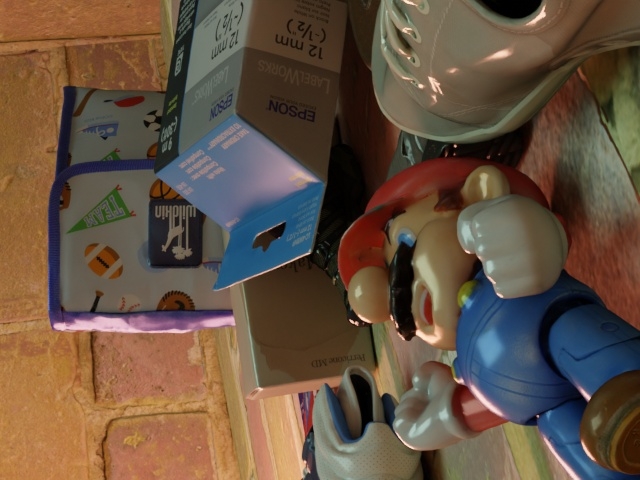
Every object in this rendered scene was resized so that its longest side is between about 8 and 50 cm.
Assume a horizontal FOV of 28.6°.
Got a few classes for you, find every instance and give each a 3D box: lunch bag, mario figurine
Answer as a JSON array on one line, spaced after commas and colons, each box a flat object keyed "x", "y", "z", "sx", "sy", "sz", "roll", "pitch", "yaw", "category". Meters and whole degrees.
[{"x": -0.189, "y": -0.035, "z": 1.665, "sx": 0.385, "sy": 0.328, "sz": 0.239, "roll": -96, "pitch": 6, "yaw": -47, "category": "lunch bag"}, {"x": 0.089, "y": 0.061, "z": 0.736, "sx": 0.198, "sy": 0.170, "sz": 0.320, "roll": -58, "pitch": 32, "yaw": 14, "category": "mario figurine"}]

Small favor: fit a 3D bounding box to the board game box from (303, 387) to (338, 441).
[{"x": -0.003, "y": 0.118, "z": 1.591, "sx": 0.145, "sy": 0.027, "sz": 0.281, "roll": 127, "pitch": 142, "yaw": -73, "category": "board game box"}]

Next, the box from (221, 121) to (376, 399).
[{"x": -0.036, "y": 0.020, "z": 1.470, "sx": 0.121, "sy": 0.148, "sz": 0.311, "roll": 126, "pitch": 135, "yaw": -74, "category": "box"}]

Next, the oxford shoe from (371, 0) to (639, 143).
[{"x": 0.087, "y": -0.147, "z": 0.667, "sx": 0.449, "sy": 0.130, "sz": 0.169, "roll": 174, "pitch": 95, "yaw": -76, "category": "oxford shoe"}]

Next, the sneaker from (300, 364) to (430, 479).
[{"x": 0.038, "y": 0.236, "z": 1.318, "sx": 0.323, "sy": 0.130, "sz": 0.236, "roll": -127, "pitch": 41, "yaw": -78, "category": "sneaker"}]

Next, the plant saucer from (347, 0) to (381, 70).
[{"x": 0.055, "y": -0.229, "z": 1.122, "sx": 0.198, "sy": 0.036, "sz": 0.198, "roll": 174, "pitch": 90, "yaw": -79, "category": "plant saucer"}]

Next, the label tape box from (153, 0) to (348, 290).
[{"x": -0.080, "y": -0.142, "z": 1.299, "sx": 0.249, "sy": 0.115, "sz": 0.347, "roll": -23, "pitch": 55, "yaw": 62, "category": "label tape box"}]

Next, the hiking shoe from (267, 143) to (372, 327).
[{"x": 0.000, "y": 0.000, "z": 1.340, "sx": 0.086, "sy": 0.114, "sz": 0.227, "roll": 96, "pitch": 164, "yaw": -53, "category": "hiking shoe"}]

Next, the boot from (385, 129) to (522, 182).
[{"x": 0.087, "y": -0.083, "z": 0.968, "sx": 0.246, "sy": 0.083, "sz": 0.161, "roll": 114, "pitch": 153, "yaw": -56, "category": "boot"}]

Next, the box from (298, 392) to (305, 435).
[{"x": -0.013, "y": 0.167, "z": 1.737, "sx": 0.136, "sy": 0.036, "sz": 0.225, "roll": 112, "pitch": 151, "yaw": -69, "category": "box"}]
